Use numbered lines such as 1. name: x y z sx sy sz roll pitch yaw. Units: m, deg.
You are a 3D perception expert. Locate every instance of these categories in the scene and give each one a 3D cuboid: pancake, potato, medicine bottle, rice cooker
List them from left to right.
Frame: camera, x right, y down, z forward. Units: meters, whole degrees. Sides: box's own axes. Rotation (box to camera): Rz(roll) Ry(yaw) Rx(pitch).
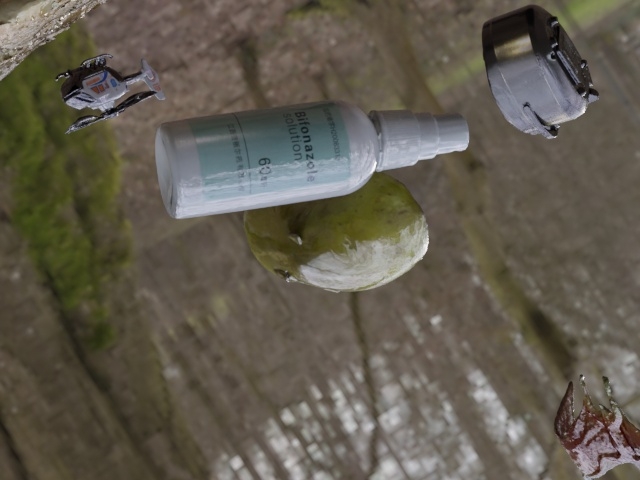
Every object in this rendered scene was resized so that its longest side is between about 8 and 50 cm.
1. pancake: -0.366 -0.206 1.573 0.356 0.065 0.356 -30 -172 4
2. medicine bottle: -0.004 -0.101 1.621 0.352 0.110 0.110 -9 172 -15
3. potato: 0.000 0.000 1.771 0.272 0.160 0.111 1 -152 41
4. rice cooker: 0.253 -0.200 1.702 0.106 0.165 0.112 -24 -142 31

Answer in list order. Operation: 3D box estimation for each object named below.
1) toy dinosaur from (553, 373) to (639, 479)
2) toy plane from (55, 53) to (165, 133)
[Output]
1. toy dinosaur: 0.413 0.235 1.833 0.113 0.206 0.327 -41 170 -26
2. toy plane: -0.268 -0.194 1.825 0.053 0.078 0.197 -22 -176 34
